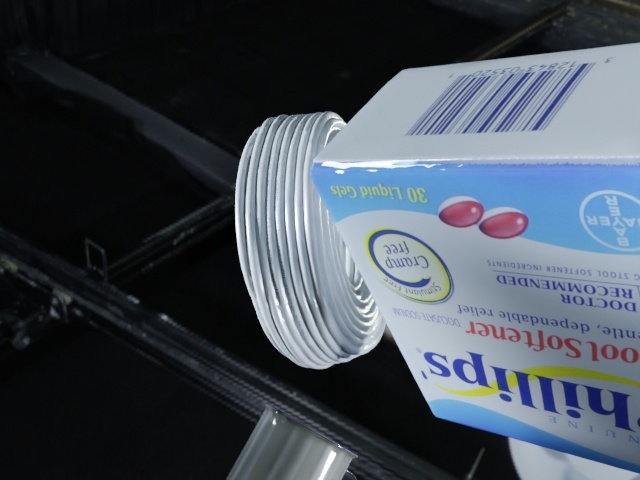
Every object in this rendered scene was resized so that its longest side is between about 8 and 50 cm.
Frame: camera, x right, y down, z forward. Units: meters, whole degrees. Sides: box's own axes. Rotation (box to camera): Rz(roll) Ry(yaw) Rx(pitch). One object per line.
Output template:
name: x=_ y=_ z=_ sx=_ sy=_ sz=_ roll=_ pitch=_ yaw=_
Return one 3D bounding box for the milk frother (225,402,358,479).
milk frother: x=-0.056 y=0.200 z=0.599 sx=0.143 sy=0.129 sz=0.135 roll=22 pitch=-106 yaw=30

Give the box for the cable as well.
cable: x=0.000 y=0.000 z=0.763 sx=0.089 sy=0.257 sz=0.257 roll=-7 pitch=-160 yaw=17

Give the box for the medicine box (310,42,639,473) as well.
medicine box: x=0.178 y=0.018 z=0.569 sx=0.263 sy=0.289 sz=0.149 roll=5 pitch=-137 yaw=45
